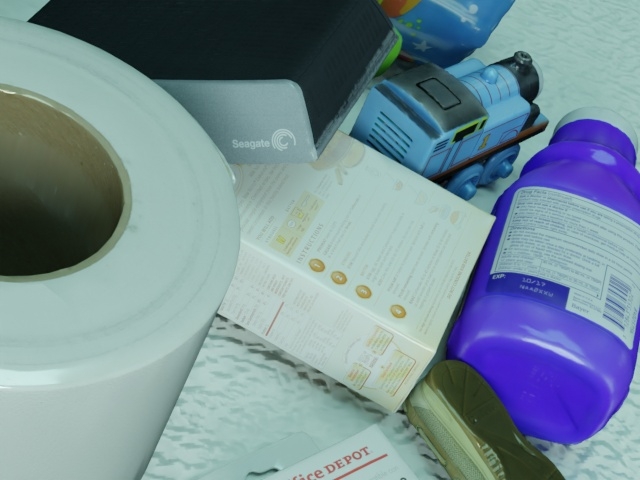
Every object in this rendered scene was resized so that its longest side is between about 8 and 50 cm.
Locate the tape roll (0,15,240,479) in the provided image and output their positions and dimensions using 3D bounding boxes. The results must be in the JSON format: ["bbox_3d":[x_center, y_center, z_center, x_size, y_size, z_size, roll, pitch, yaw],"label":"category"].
[{"bbox_3d":[-0.179,0.024,0.685,0.246,0.169,0.246,13,44,-13],"label":"tape roll"}]

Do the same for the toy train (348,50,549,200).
[{"bbox_3d":[0.095,-0.080,0.967,0.184,0.105,0.080,-25,63,-40],"label":"toy train"}]

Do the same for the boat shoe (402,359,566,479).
[{"bbox_3d":[0.104,0.145,0.804,0.056,0.048,0.153,-21,68,-44],"label":"boat shoe"}]

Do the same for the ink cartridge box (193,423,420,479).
[{"bbox_3d":[0.014,0.171,0.716,0.104,0.060,0.180,-20,60,-38],"label":"ink cartridge box"}]

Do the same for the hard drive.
[{"bbox_3d":[-0.095,-0.113,0.859,0.254,0.054,0.172,5,37,23],"label":"hard drive"}]

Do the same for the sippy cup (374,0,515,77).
[{"bbox_3d":[0.047,-0.253,1.044,0.224,0.240,0.305,28,80,-14],"label":"sippy cup"}]

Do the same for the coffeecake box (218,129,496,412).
[{"bbox_3d":[0.000,0.000,0.850,0.185,0.068,0.142,30,42,2],"label":"coffeecake box"}]

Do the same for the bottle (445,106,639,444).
[{"bbox_3d":[0.169,0.009,0.927,0.118,0.092,0.283,21,42,3],"label":"bottle"}]
